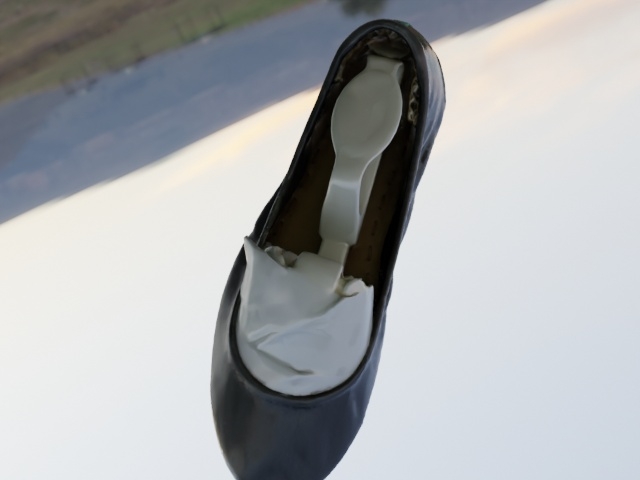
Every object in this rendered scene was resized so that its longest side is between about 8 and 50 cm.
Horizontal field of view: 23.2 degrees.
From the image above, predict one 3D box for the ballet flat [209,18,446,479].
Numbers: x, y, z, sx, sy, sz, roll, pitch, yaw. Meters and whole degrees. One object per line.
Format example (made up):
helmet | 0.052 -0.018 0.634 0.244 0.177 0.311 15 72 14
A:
ballet flat | 0.000 0.000 0.857 0.095 0.280 0.096 13 164 6
